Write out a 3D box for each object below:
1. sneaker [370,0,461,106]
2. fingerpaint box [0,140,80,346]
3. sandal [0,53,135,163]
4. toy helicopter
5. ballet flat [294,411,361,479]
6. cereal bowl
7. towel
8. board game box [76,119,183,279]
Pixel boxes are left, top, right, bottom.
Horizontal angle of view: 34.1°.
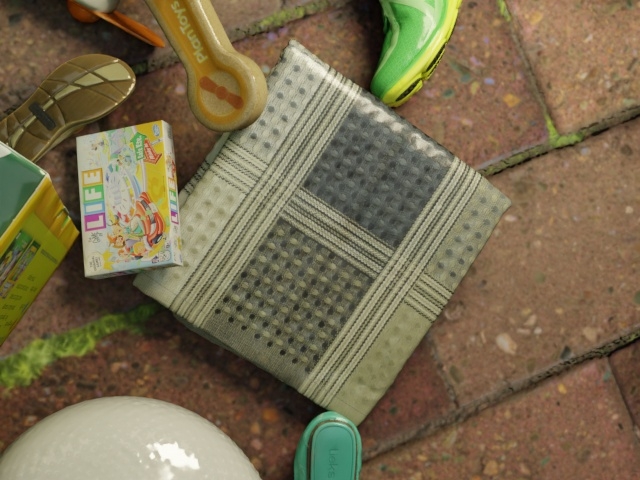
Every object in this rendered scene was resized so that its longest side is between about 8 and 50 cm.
[{"bbox_3d":[0.101,-0.287,1.184,0.123,0.109,0.295,17,77,0],"label":"sneaker"},{"bbox_3d":[-0.385,0.079,0.882,0.163,0.445,0.371,35,81,-6],"label":"fingerpaint box"},{"bbox_3d":[-0.279,-0.135,1.121,0.180,0.049,0.072,-39,86,-3],"label":"sandal"},{"bbox_3d":[-0.175,-0.265,1.091,0.235,0.140,0.355,-30,85,23],"label":"toy helicopter"},{"bbox_3d":[0.005,0.306,1.123,0.083,0.087,0.247,6,88,-3],"label":"ballet flat"},{"bbox_3d":[-0.200,0.331,1.056,0.339,0.141,0.339,1,86,-10],"label":"cereal bowl"},{"bbox_3d":[0.000,0.000,1.145,0.312,0.056,0.324,34,92,-9],"label":"towel"},{"bbox_3d":[-0.203,-0.042,1.106,0.103,0.026,0.154,-10,79,16],"label":"board game box"}]
